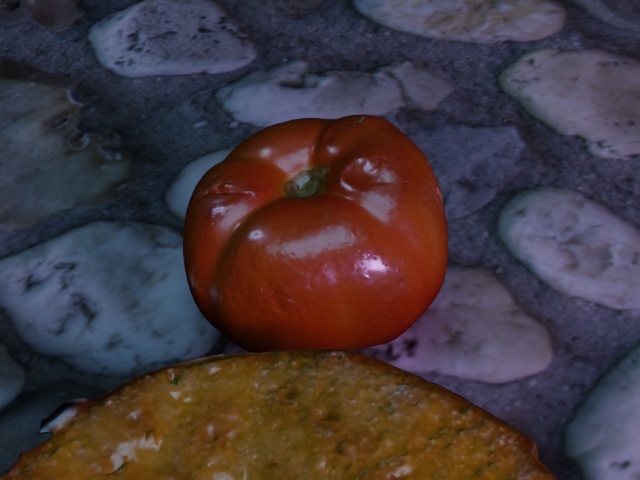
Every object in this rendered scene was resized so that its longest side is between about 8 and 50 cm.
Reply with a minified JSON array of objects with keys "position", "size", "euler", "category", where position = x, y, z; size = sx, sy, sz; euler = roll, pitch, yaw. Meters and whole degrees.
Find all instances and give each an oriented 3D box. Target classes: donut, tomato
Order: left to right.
[{"position":[-0.037,0.251,1.065],"size":[0.435,0.163,0.377],"euler":[-12,38,2],"category":"donut"},{"position":[-0.004,0.001,1.339],"size":[0.260,0.180,0.259],"euler":[-8,37,6],"category":"tomato"}]
